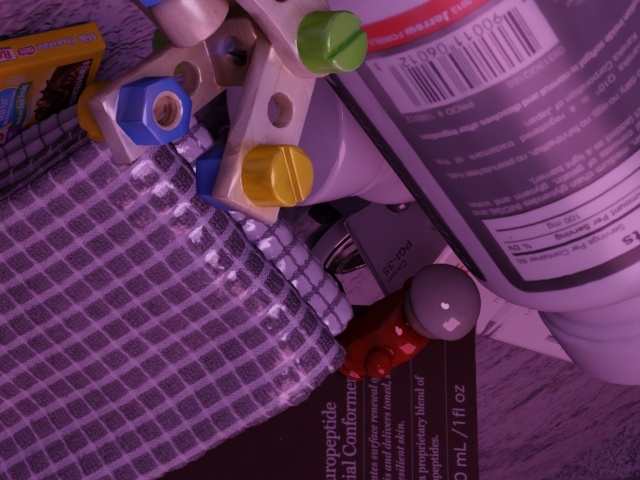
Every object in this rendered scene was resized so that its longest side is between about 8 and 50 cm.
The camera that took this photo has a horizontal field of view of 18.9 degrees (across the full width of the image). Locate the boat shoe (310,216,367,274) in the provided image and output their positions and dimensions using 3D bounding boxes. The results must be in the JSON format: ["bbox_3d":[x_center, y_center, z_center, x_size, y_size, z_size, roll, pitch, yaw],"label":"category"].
[{"bbox_3d":[0.096,-0.018,1.737,0.219,0.070,0.078,-29,160,2],"label":"boat shoe"}]

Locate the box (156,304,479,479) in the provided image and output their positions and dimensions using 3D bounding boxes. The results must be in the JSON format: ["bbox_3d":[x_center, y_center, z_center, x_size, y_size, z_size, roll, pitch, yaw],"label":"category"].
[{"bbox_3d":[-0.065,0.153,1.555,0.381,0.191,0.143,2,154,-5],"label":"box"}]

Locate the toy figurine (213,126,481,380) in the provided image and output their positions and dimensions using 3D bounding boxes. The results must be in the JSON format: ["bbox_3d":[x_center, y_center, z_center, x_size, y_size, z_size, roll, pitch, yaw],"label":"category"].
[{"bbox_3d":[0.000,0.000,1.436,0.213,0.209,0.148,2,157,-37],"label":"toy figurine"}]

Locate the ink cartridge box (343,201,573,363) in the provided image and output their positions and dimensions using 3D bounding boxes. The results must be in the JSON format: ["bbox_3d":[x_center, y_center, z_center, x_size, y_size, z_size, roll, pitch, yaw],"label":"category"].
[{"bbox_3d":[0.194,-0.019,1.652,0.283,0.117,0.207,18,121,-42],"label":"ink cartridge box"}]

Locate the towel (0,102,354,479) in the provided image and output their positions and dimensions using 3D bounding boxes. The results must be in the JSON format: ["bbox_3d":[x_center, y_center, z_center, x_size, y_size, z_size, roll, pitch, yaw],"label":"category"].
[{"bbox_3d":[-0.154,0.050,1.260,0.284,0.235,0.121,-31,-157,24],"label":"towel"}]

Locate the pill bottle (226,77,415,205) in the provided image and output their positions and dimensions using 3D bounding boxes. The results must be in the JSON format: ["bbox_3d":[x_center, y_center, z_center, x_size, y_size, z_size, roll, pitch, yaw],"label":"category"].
[{"bbox_3d":[0.086,-0.114,1.359,0.283,0.160,0.160,-14,155,-36],"label":"pill bottle"}]

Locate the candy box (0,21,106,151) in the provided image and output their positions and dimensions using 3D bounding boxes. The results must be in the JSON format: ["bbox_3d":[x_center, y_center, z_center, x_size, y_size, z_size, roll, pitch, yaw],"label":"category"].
[{"bbox_3d":[-0.213,-0.068,1.275,0.105,0.027,0.206,-14,155,-26],"label":"candy box"}]

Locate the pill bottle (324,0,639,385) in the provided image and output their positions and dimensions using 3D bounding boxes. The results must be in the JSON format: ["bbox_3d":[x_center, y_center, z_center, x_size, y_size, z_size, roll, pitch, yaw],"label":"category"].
[{"bbox_3d":[0.140,-0.088,1.170,0.210,0.210,0.363,-32,124,10],"label":"pill bottle"}]

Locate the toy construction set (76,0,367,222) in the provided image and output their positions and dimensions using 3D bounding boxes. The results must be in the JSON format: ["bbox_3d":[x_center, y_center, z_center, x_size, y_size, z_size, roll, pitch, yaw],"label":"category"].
[{"bbox_3d":[-0.024,-0.187,0.933,0.151,0.327,0.215,-11,128,34],"label":"toy construction set"}]
